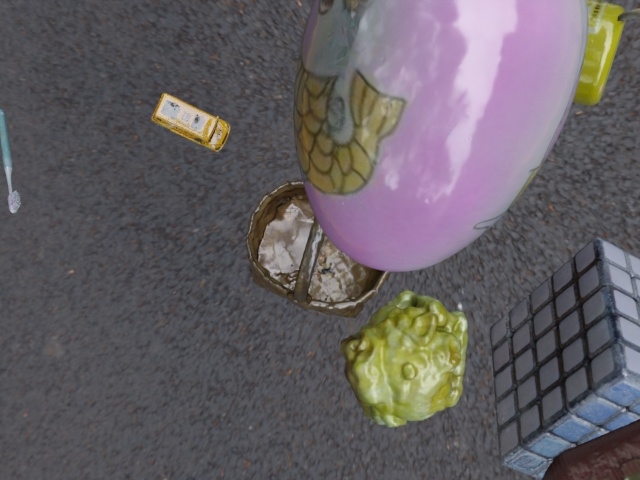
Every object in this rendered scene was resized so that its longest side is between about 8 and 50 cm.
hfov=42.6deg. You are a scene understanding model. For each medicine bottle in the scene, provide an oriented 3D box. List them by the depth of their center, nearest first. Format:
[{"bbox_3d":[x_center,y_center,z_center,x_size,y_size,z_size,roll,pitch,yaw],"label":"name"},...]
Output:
[{"bbox_3d":[0.250,-0.247,1.003,0.212,0.122,0.122,18,99,16],"label":"medicine bottle"}]

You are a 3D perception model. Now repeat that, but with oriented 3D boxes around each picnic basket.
[{"bbox_3d":[0.000,0.000,1.779,0.337,0.337,0.293,19,75,4],"label":"picnic basket"}]

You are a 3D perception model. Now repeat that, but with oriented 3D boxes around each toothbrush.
[{"bbox_3d":[-0.379,-0.100,0.996,0.014,0.011,0.167,-40,53,26],"label":"toothbrush"}]

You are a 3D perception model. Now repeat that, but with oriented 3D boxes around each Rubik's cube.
[{"bbox_3d":[0.383,0.181,1.072,0.236,0.238,0.237,25,133,-14],"label":"Rubik's cube"}]

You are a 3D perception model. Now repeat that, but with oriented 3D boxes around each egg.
[{"bbox_3d":[0.078,-0.101,0.576,0.196,0.196,0.271,5,116,6],"label":"egg"}]

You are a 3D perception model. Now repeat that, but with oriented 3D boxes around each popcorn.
[{"bbox_3d":[0.198,0.266,1.892,0.312,0.312,0.312,1,98,6],"label":"popcorn"}]

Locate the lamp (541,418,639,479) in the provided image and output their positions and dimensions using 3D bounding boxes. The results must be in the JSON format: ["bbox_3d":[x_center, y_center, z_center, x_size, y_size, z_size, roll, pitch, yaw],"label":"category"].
[{"bbox_3d":[0.274,0.212,0.593,0.258,0.180,0.180,-26,94,14],"label":"lamp"}]

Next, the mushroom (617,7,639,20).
[{"bbox_3d":[0.344,-0.176,0.689,0.043,0.306,0.068,-39,104,6],"label":"mushroom"}]

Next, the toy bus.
[{"bbox_3d":[-0.271,-0.251,1.740,0.162,0.074,0.070,25,85,-15],"label":"toy bus"}]
